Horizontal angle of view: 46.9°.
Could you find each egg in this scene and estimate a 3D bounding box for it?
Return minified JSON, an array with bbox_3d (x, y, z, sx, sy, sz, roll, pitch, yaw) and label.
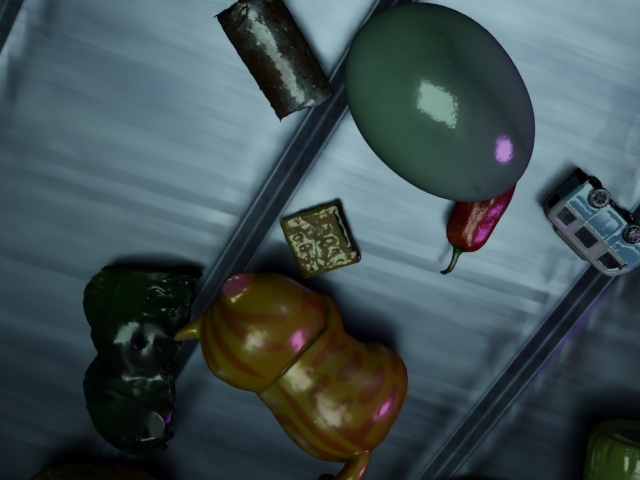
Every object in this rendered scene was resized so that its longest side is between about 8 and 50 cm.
[{"bbox_3d":[0.125,-0.140,0.769,0.168,0.168,0.231,-41,100,15],"label":"egg"}]

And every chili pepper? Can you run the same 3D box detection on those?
[{"bbox_3d":[-0.238,0.162,0.926,0.148,0.116,0.265,10,107,5],"label":"chili pepper"},{"bbox_3d":[0.186,-0.042,0.856,0.059,0.050,0.191,25,101,14],"label":"chili pepper"}]

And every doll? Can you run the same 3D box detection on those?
[{"bbox_3d":[-0.023,0.149,0.883,0.269,0.162,0.167,44,116,0],"label":"doll"}]

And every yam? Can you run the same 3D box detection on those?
[{"bbox_3d":[-0.051,-0.206,0.812,0.079,0.079,0.141,-28,105,13],"label":"yam"}]

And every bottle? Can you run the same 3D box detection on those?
[{"bbox_3d":[0.378,0.362,0.919,0.112,0.112,0.260,4,100,4],"label":"bottle"}]

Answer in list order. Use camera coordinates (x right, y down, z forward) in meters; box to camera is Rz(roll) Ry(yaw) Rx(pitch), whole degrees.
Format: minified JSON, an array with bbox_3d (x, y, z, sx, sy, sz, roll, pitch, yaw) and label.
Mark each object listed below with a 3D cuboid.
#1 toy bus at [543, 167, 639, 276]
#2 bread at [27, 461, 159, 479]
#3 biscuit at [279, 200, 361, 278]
[{"bbox_3d":[0.318,-0.014,0.848,0.123,0.060,0.075,44,111,-7],"label":"toy bus"},{"bbox_3d":[-0.320,0.394,0.966,0.246,0.195,0.176,-1,112,5],"label":"bread"},{"bbox_3d":[0.000,0.000,0.904,0.081,0.018,0.083,-19,104,11],"label":"biscuit"}]
